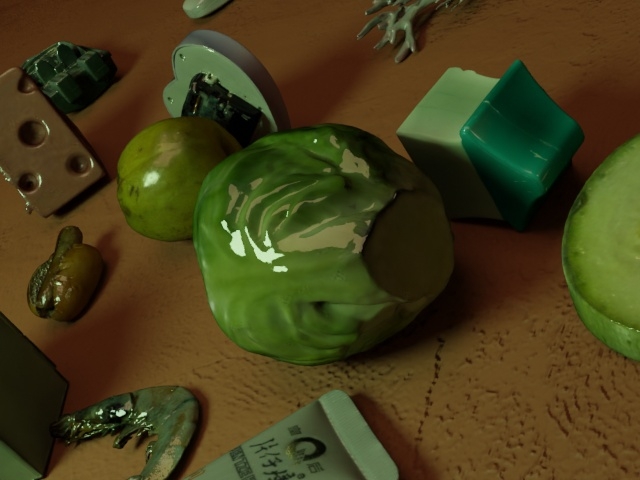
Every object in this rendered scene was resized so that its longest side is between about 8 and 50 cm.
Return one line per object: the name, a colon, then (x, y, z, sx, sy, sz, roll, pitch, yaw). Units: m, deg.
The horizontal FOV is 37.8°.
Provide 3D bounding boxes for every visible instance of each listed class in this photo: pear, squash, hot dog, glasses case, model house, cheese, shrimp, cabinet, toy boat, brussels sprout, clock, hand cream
pear: (-0.169, -0.074, 1.117, 0.162, 0.149, 0.149, -22, 35, 12)
squash: (0.311, -0.009, 0.715, 0.252, 0.049, 0.252, -21, 37, 17)
hot dog: (-0.320, 0.041, 1.181, 0.089, 0.060, 0.140, -7, 39, 28)
glasses case: (-0.167, -0.468, 1.686, 0.193, 0.049, 0.074, -43, 35, -14)
model house: (0.169, -0.086, 0.862, 0.149, 0.127, 0.100, 12, 56, 51)
cheese: (-0.429, -0.139, 1.422, 0.128, 0.203, 0.177, -40, 5, -5)
shrimp: (-0.207, 0.209, 0.905, 0.195, 0.035, 0.148, -15, 41, 24)
cabinet: (-0.392, 0.154, 0.968, 0.145, 0.206, 0.150, -24, 35, 15)
toy boat: (-0.491, -0.312, 1.731, 0.141, 0.092, 0.319, -44, 34, -17)
brussels sprout: (0.000, 0.000, 0.840, 0.244, 0.244, 0.244, -23, 36, 17)
clock: (-0.121, -0.164, 1.178, 0.064, 0.172, 0.198, -56, 1, -28)
hand cream: (-0.088, 0.234, 0.733, 0.314, 0.089, 0.139, -30, 28, -9)

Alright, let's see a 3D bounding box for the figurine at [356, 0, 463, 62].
figurine: (0.120, -0.406, 1.266, 0.284, 0.206, 0.315, -34, 27, -9)
